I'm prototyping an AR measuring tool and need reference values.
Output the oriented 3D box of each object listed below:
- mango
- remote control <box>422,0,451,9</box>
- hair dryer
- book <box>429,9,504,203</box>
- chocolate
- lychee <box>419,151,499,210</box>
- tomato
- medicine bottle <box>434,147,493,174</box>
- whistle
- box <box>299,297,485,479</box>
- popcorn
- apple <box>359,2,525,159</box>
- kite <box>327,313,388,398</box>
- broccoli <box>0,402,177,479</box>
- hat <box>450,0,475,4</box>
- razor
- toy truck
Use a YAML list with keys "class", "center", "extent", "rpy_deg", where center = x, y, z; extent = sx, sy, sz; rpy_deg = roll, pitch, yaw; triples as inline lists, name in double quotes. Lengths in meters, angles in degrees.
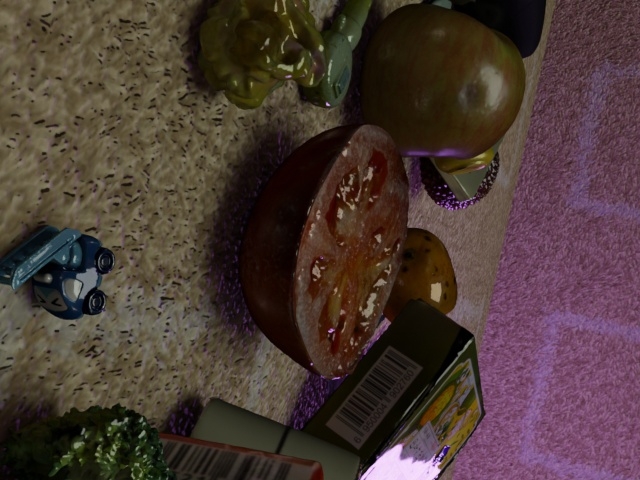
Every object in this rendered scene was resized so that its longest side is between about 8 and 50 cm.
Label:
- class: "mango"
  center: [0.190, 0.069, 1.566]
  extent: [0.191, 0.160, 0.290]
  rpy_deg: [69, 16, 7]
- class: "remote control"
  center: [0.220, -0.442, 1.553]
  extent: [0.166, 0.029, 0.065]
  rpy_deg: [-52, 149, -49]
- class: "hair dryer"
  center: [-0.071, 0.323, 1.055]
  extent: [0.362, 0.203, 0.128]
  rpy_deg: [102, 9, -68]
- class: "book"
  center: [0.270, -0.273, 1.573]
  extent: [0.260, 0.043, 0.371]
  rpy_deg: [51, 43, -17]
- class: "chocolate"
  center: [-0.109, 0.321, 0.842]
  extent: [0.108, 0.238, 0.234]
  rpy_deg: [-68, 161, -57]
- class: "lychee"
  center: [0.295, -0.155, 1.715]
  extent: [0.188, 0.188, 0.188]
  rpy_deg: [12, 90, -70]
- class: "tomato"
  center: [-0.008, 0.001, 1.046]
  extent: [0.338, 0.144, 0.338]
  rpy_deg: [-37, 132, -55]
- class: "medicine bottle"
  center: [0.222, -0.269, 1.436]
  extent: [0.076, 0.111, 0.308]
  rpy_deg: [140, -64, -67]
- class: "whistle"
  center: [0.031, -0.270, 1.114]
  extent: [0.104, 0.057, 0.198]
  rpy_deg: [73, 36, -53]
- class: "box"
  center: [0.130, 0.352, 1.443]
  extent: [0.373, 0.138, 0.420]
  rpy_deg: [-47, 150, -15]
- class: "popcorn"
  center: [-0.060, -0.208, 0.838]
  extent: [0.145, 0.126, 0.125]
  rpy_deg: [-28, 103, -45]
- class: "apple"
  center: [0.186, -0.239, 1.273]
  extent: [0.264, 0.264, 0.264]
  rpy_deg: [12, 90, -70]
- class: "kite"
  center: [0.088, 0.189, 1.582]
  extent: [0.360, 0.022, 0.204]
  rpy_deg: [-24, 124, -60]
- class: "broccoli"
  center: [-0.215, 0.220, 0.637]
  extent: [0.219, 0.194, 0.194]
  rpy_deg: [-59, 165, 18]
- class: "hat"
  center: [0.127, -0.442, 1.177]
  extent: [0.110, 0.252, 0.252]
  rpy_deg: [-27, 144, -7]
- class: "razor"
  center: [0.356, -0.506, 1.632]
  extent: [0.113, 0.204, 0.349]
  rpy_deg: [-67, 159, -13]
- class: "toy truck"
  center: [-0.218, 0.024, 0.644]
  extent: [0.090, 0.056, 0.073]
  rpy_deg: [23, 75, -56]
